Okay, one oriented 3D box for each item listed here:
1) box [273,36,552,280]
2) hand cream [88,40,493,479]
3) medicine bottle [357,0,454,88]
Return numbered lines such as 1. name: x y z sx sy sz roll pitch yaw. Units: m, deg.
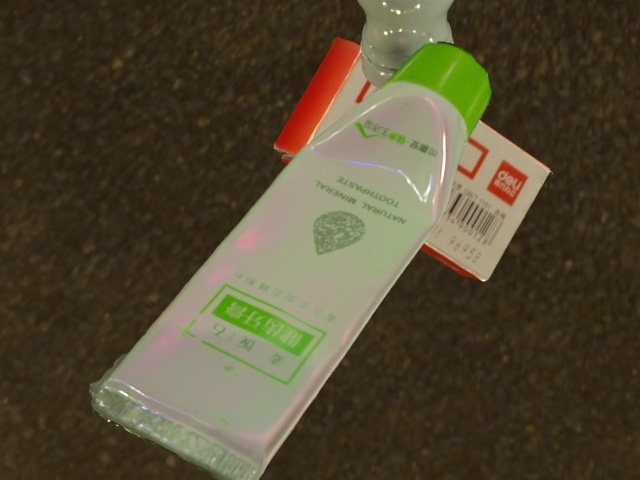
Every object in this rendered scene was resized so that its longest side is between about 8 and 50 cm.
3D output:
1. box: 0.082 -0.070 1.326 0.229 0.050 0.123 31 86 -22
2. hand cream: 0.000 0.001 0.722 0.079 0.275 0.050 4 132 37
3. medicine bottle: 0.058 -0.203 1.015 0.090 0.090 0.216 5 136 10
